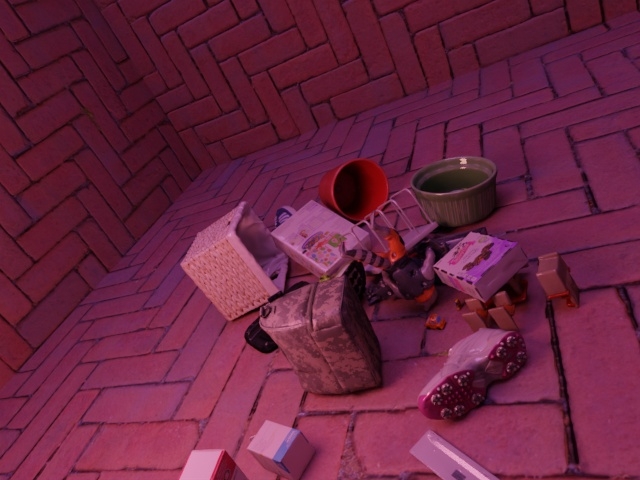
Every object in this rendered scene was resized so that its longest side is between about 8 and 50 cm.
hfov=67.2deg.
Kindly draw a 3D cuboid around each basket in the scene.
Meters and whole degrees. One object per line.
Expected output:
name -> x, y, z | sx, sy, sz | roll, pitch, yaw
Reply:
basket -> -0.324, 0.082, 1.920 | 0.266, 0.331, 0.328 | -31, 22, 15

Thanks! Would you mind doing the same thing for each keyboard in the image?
keyboard -> 0.294, 0.484, 1.003 | 0.072, 0.014, 0.256 | -44, 30, -17

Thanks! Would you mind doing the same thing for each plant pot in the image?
plant pot -> 0.124, -0.225, 2.130 | 0.275, 0.275, 0.243 | -37, 19, -16

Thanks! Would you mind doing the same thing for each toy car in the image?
toy car -> 0.350, 0.206, 1.392 | 0.122, 0.041, 0.060 | -42, 30, -24

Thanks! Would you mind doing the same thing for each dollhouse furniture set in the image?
dollhouse furniture set -> 0.531, 0.135, 1.291 | 0.259, 0.135, 0.262 | -21, 26, 40

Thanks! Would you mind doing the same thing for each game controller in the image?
game controller -> -0.126, 0.269, 1.731 | 0.166, 0.067, 0.319 | 25, 58, 41

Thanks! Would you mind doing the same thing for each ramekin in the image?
ramekin -> 0.491, -0.177, 1.755 | 0.303, 0.148, 0.303 | -14, 29, 8

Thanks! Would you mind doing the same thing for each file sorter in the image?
file sorter -> 0.226, -0.027, 1.698 | 0.277, 0.173, 0.193 | -37, 2, -15

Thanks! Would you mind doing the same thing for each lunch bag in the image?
lunch bag -> 0.001, 0.269, 1.325 | 0.256, 0.305, 0.213 | -20, 28, 15

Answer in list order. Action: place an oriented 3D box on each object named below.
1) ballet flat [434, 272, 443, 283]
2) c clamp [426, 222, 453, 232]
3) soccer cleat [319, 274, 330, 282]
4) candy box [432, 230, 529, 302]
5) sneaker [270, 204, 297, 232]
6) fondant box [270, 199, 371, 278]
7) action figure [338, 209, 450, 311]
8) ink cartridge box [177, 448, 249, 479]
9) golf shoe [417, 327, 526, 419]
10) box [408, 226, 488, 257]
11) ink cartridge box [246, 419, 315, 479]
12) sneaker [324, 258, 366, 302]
ballet flat -> 0.391, 0.101, 1.517 | 0.203, 0.074, 0.074 | -3, 36, 51
c clamp -> 0.460, -0.075, 1.797 | 0.137, 0.022, 0.161 | -23, 29, 23
soccer cleat -> 0.032, 0.202, 1.686 | 0.060, 0.072, 0.179 | -13, 50, 4
candy box -> 0.429, 0.065, 1.313 | 0.165, 0.070, 0.196 | -41, 20, -8
sneaker -> -0.195, -0.038, 2.225 | 0.236, 0.130, 0.323 | -33, 33, -17
fondant box -> 0.000, 0.000, 1.898 | 0.238, 0.096, 0.330 | -40, 50, -22
action figure -> 0.205, 0.105, 1.453 | 0.341, 0.330, 0.178 | -50, 7, 33
ink cartridge box -> -0.219, 0.599, 1.044 | 0.100, 0.237, 0.172 | -13, 31, 23
golf shoe -> 0.346, 0.313, 1.159 | 0.306, 0.115, 0.140 | -29, 16, -15
box -> 0.415, 0.019, 1.553 | 0.231, 0.056, 0.183 | -15, 2, 24
ink cartridge box -> -0.106, 0.526, 1.217 | 0.143, 0.092, 0.090 | -1, 38, 42
sneaker -> -0.010, 0.199, 1.575 | 0.182, 0.158, 0.410 | 16, 54, 42
